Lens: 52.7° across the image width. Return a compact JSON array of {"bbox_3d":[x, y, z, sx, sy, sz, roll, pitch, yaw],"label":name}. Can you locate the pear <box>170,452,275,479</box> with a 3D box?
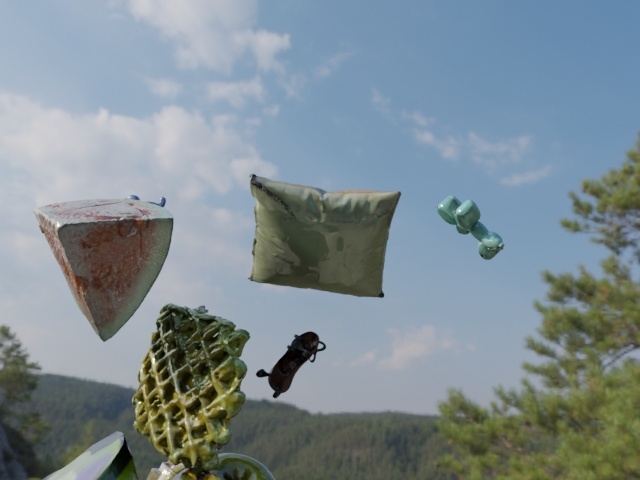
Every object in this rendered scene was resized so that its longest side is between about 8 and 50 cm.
[{"bbox_3d":[-0.182,0.539,1.182,0.284,0.283,0.283,5,-18,2],"label":"pear"}]

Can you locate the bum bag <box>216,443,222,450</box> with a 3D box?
[{"bbox_3d":[-0.290,0.466,1.507,0.069,0.102,0.248,-8,-26,-31],"label":"bum bag"}]

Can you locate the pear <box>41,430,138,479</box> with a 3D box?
[{"bbox_3d":[-0.435,0.517,1.053,0.165,0.399,0.399,54,-32,-8],"label":"pear"}]

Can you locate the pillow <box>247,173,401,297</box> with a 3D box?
[{"bbox_3d":[0.000,0.000,1.366,0.312,0.119,0.310,7,-49,2],"label":"pillow"}]

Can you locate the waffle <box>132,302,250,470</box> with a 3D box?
[{"bbox_3d":[-0.256,0.269,1.218,0.073,0.297,0.317,17,-6,-43],"label":"waffle"}]

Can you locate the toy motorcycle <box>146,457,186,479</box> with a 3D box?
[{"bbox_3d":[-0.388,0.712,1.792,0.223,0.340,0.108,18,-18,11],"label":"toy motorcycle"}]

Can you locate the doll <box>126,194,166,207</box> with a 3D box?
[{"bbox_3d":[-0.409,-0.034,1.326,0.206,0.110,0.067,-24,-11,-5],"label":"doll"}]

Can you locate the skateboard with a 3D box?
[{"bbox_3d":[-0.050,0.244,1.290,0.067,0.151,0.080,47,9,29],"label":"skateboard"}]

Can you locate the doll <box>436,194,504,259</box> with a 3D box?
[{"bbox_3d":[0.342,-0.026,1.432,0.158,0.059,0.159,49,-6,-23],"label":"doll"}]

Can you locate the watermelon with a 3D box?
[{"bbox_3d":[-0.412,0.028,1.166,0.201,0.261,0.213,23,2,-43],"label":"watermelon"}]
